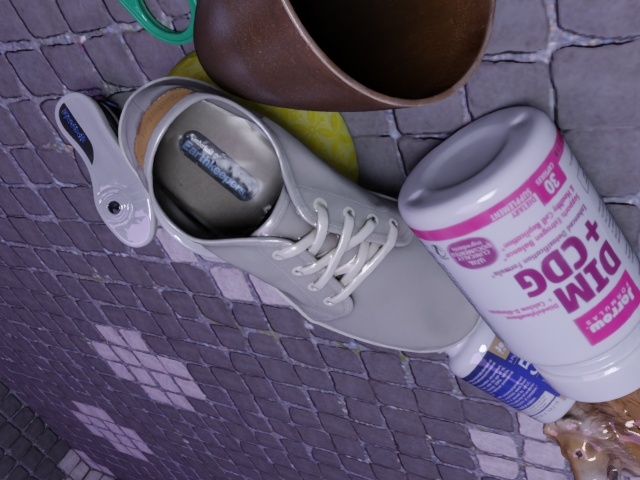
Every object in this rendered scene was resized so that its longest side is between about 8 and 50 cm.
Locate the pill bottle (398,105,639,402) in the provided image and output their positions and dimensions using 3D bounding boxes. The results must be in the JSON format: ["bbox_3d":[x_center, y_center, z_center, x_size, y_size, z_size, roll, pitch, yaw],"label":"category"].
[{"bbox_3d":[0.220,0.022,0.572,0.160,0.160,0.283,-21,118,45],"label":"pill bottle"}]

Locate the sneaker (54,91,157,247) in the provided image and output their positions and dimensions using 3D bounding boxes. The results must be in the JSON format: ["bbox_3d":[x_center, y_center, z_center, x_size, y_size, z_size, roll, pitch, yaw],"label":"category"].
[{"bbox_3d":[-0.264,-0.100,0.782,0.079,0.121,0.216,-24,94,12],"label":"sneaker"}]

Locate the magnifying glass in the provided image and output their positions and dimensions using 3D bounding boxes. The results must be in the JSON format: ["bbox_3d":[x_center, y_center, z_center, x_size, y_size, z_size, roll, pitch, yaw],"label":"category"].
[{"bbox_3d":[-0.229,-0.300,0.640,0.231,0.026,0.092,29,141,1],"label":"magnifying glass"}]

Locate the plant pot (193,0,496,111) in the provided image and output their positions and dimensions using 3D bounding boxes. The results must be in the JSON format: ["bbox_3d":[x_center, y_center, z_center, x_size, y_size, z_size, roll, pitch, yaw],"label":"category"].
[{"bbox_3d":[-0.014,-0.197,0.483,0.230,0.215,0.215,-2,132,55],"label":"plant pot"}]

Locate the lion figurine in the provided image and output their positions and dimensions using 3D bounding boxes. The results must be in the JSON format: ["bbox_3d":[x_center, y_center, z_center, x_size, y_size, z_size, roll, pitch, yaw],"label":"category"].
[{"bbox_3d":[0.418,0.153,0.622,0.240,0.142,0.391,24,128,19],"label":"lion figurine"}]

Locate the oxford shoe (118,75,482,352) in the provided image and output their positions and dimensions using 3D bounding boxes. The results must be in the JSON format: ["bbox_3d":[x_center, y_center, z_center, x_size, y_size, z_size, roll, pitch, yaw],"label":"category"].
[{"bbox_3d":[0.000,0.000,0.577,0.449,0.169,0.130,34,-176,-21],"label":"oxford shoe"}]

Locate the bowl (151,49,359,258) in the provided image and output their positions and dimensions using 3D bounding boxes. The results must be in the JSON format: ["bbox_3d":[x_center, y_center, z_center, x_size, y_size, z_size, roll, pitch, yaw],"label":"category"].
[{"bbox_3d":[-0.114,-0.072,0.696,0.290,0.156,0.289,18,139,17],"label":"bowl"}]

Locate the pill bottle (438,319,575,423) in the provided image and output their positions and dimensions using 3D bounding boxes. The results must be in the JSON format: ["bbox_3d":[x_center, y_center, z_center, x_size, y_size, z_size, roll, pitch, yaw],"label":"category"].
[{"bbox_3d":[0.227,0.140,0.727,0.187,0.112,0.112,28,141,4],"label":"pill bottle"}]
